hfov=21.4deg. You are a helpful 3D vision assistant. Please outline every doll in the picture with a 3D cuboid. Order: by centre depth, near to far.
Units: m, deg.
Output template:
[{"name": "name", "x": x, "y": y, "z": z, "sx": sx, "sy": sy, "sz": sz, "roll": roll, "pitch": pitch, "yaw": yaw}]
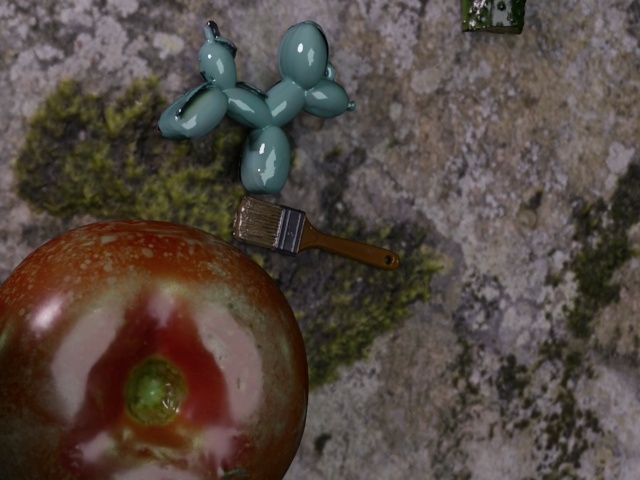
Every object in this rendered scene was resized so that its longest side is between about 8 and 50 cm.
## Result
[{"name": "doll", "x": -0.046, "y": -0.124, "z": 1.477, "sx": 0.159, "sy": 0.059, "sz": 0.159, "roll": 26, "pitch": 79, "yaw": -22}]

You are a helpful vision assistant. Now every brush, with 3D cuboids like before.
[{"name": "brush", "x": 0.000, "y": 0.000, "z": 1.526, "sx": 0.169, "sy": 0.014, "sz": 0.043, "roll": 16, "pitch": 81, "yaw": -26}]

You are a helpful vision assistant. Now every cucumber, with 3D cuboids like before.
[{"name": "cucumber", "x": 0.168, "y": -0.249, "z": 1.596, "sx": 0.067, "sy": 0.035, "sz": 0.108, "roll": 1, "pitch": 88, "yaw": -24}]

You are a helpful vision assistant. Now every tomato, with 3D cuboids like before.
[{"name": "tomato", "x": -0.147, "y": 0.118, "z": 1.339, "sx": 0.270, "sy": 0.222, "sz": 0.270, "roll": 0, "pitch": 89, "yaw": -15}]
